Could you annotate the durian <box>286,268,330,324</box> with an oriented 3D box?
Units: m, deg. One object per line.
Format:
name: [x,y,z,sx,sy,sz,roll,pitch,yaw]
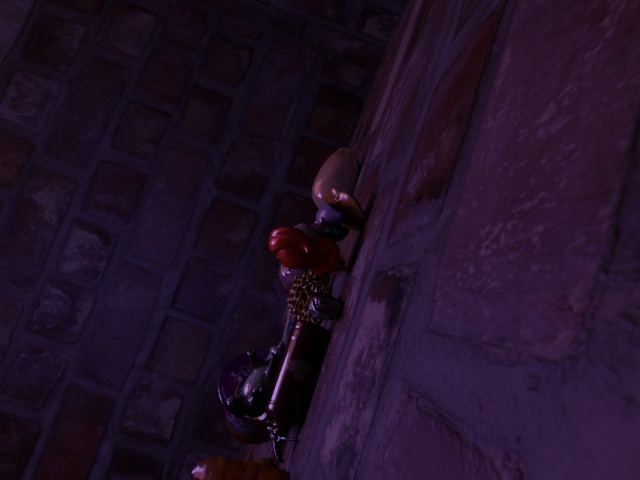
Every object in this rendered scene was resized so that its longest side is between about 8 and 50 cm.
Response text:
durian: [-0.032,0.201,1.631,0.182,0.165,0.132,-46,-23,14]

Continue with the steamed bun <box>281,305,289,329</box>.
steamed bun: [-0.061,0.253,1.820,0.175,0.106,0.145,-52,7,29]

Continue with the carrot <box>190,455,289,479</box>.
carrot: [-0.195,0.580,1.142,0.159,0.225,0.159,-156,90,-89]

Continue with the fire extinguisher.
fire extinguisher: [-0.064,0.382,1.259,0.138,0.102,0.343,-4,61,48]

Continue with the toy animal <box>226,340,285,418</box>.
toy animal: [-0.157,0.372,1.327,0.121,0.094,0.225,69,-144,-49]

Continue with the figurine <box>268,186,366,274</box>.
figurine: [0.000,-0.004,1.376,0.257,0.208,0.181,-44,36,-22]

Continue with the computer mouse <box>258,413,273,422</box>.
computer mouse: [-0.108,0.410,1.415,0.145,0.082,0.236,-22,30,28]

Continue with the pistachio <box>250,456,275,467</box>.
pistachio: [-0.199,0.703,1.394,0.100,0.110,0.189,10,78,54]

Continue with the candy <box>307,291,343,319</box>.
candy: [0.008,0.175,1.321,0.292,0.086,0.059,165,118,-86]

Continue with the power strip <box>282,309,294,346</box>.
power strip: [-0.075,0.273,1.709,0.048,0.080,0.285,8,-86,-67]

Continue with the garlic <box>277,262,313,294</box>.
garlic: [-0.067,0.093,1.896,0.245,0.160,0.245,-32,-14,-9]

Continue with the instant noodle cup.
instant noodle cup: [-0.196,0.502,1.538,0.251,0.251,0.190,-75,-3,-49]

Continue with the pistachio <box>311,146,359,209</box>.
pistachio: [0.070,-0.248,2.099,0.299,0.188,0.187,-65,3,-5]
